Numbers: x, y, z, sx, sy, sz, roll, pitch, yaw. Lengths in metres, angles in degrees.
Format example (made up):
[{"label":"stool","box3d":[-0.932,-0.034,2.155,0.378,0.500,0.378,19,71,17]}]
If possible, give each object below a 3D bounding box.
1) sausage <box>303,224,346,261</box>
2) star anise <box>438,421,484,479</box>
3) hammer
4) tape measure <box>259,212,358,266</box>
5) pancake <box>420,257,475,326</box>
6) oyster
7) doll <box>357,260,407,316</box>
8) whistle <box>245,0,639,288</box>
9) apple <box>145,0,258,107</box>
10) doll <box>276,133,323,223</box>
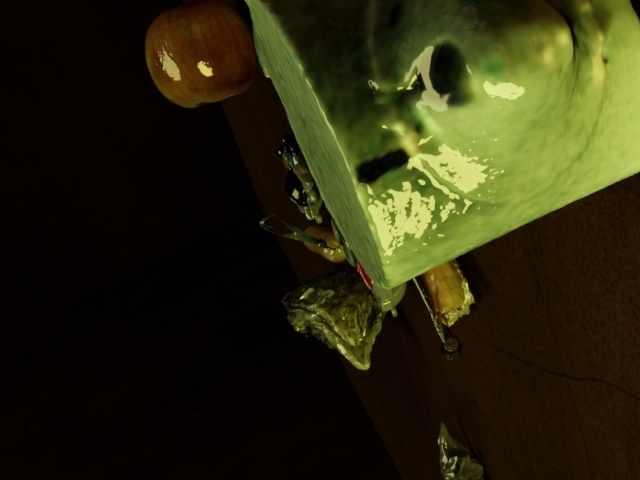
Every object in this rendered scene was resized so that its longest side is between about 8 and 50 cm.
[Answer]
[{"label":"sausage","box3d":[0.016,0.004,2.162,0.301,0.066,0.065,-145,31,-80]},{"label":"star anise","box3d":[0.227,0.380,1.787,0.204,0.061,0.180,75,169,-65]},{"label":"hammer","box3d":[0.141,0.076,1.507,0.065,0.021,0.178,87,160,-75]},{"label":"tape measure","box3d":[-0.001,0.004,1.796,0.107,0.180,0.104,-119,23,-48]},{"label":"pancake","box3d":[0.104,-0.002,1.290,0.257,0.056,0.212,99,147,-80]},{"label":"oyster","box3d":[0.035,0.128,1.970,0.158,0.162,0.351,46,-176,-20]},{"label":"doll","box3d":[0.079,0.017,1.634,0.104,0.062,0.194,-14,92,67]},{"label":"whistle","box3d":[0.045,-0.126,0.695,0.404,0.168,0.188,-122,8,-53]},{"label":"apple","box3d":[-0.223,-0.350,2.133,0.211,0.211,0.187,179,74,-84]},{"label":"doll","box3d":[-0.036,-0.111,2.142,0.096,0.070,0.195,105,147,-55]}]
